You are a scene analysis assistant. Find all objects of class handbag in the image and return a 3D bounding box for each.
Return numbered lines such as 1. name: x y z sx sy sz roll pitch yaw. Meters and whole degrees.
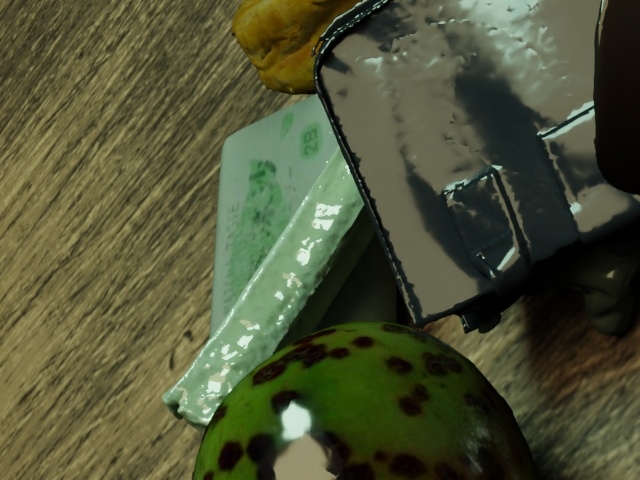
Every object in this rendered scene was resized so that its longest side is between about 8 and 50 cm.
1. handbag: 0.180 -0.087 1.123 0.326 0.118 0.269 -30 69 27

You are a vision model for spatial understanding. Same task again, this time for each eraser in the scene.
1. eraser: -0.014 0.006 1.363 0.174 0.081 0.227 -20 56 33

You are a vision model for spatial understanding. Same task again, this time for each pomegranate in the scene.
1. pomegranate: 0.012 0.164 1.133 0.242 0.242 0.306 -63 26 0

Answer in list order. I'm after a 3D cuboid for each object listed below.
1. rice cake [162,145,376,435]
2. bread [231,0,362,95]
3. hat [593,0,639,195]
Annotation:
1. rice cake: 0.000 0.000 1.252 0.063 0.066 0.336 31 72 13
2. bread: 0.107 -0.227 1.336 0.380 0.109 0.185 -16 29 40
3. hat: 0.321 -0.077 0.879 0.336 0.238 0.209 -17 35 -8
